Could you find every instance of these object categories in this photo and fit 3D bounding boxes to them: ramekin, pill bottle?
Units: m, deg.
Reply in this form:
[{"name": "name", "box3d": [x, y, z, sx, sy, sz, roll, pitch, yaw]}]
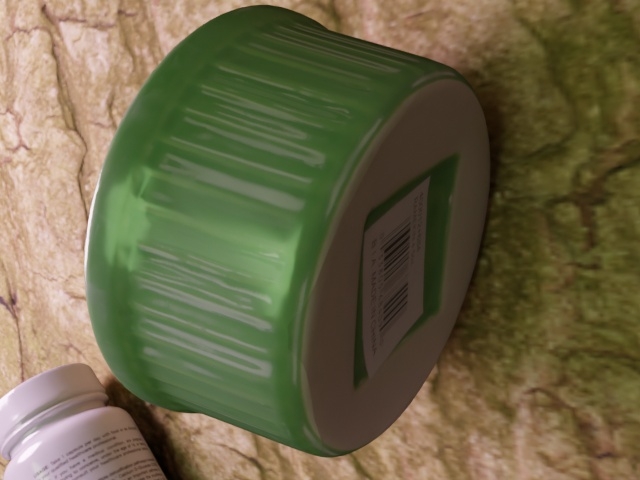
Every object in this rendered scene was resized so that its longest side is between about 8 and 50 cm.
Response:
[{"name": "ramekin", "box3d": [0.000, 0.000, 0.583, 0.148, 0.303, 0.303, 19, 111, 29]}, {"name": "pill bottle", "box3d": [-0.257, 0.293, 0.946, 0.283, 0.160, 0.160, 55, 128, 18]}]
